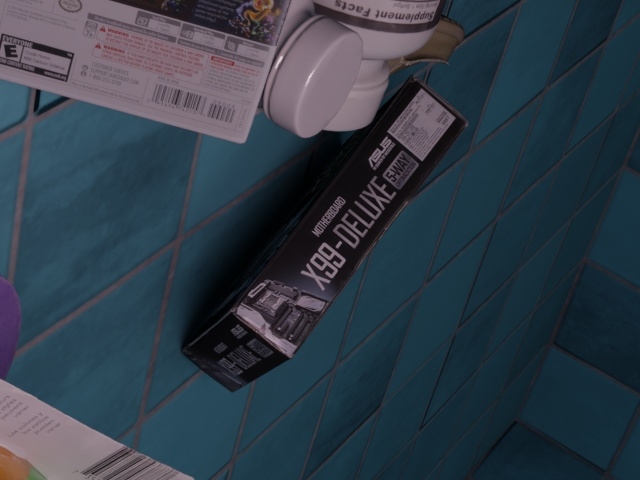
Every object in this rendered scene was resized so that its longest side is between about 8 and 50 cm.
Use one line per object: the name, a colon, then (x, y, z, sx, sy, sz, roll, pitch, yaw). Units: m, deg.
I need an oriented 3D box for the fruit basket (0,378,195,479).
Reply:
fruit basket: (-0.298, 0.162, 0.860, 0.327, 0.165, 0.353, -39, 132, 15)

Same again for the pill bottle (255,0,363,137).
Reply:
pill bottle: (-0.068, -0.152, 1.097, 0.112, 0.186, 0.112, -50, 160, -27)

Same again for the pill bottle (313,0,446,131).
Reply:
pill bottle: (0.032, -0.255, 1.218, 0.176, 0.176, 0.318, -31, 146, -55)

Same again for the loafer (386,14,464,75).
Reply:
loafer: (0.048, -0.199, 1.482, 0.268, 0.102, 0.092, -1, 121, -58)

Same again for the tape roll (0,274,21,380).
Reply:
tape roll: (-0.296, 0.085, 1.040, 0.189, 0.080, 0.189, -49, 158, -27)

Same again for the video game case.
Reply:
video game case: (-0.115, -0.164, 0.991, 0.022, 0.190, 0.173, -93, -160, -60)

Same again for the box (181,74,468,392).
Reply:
box: (0.000, 0.000, 1.540, 0.307, 0.076, 0.242, -52, -175, -20)
